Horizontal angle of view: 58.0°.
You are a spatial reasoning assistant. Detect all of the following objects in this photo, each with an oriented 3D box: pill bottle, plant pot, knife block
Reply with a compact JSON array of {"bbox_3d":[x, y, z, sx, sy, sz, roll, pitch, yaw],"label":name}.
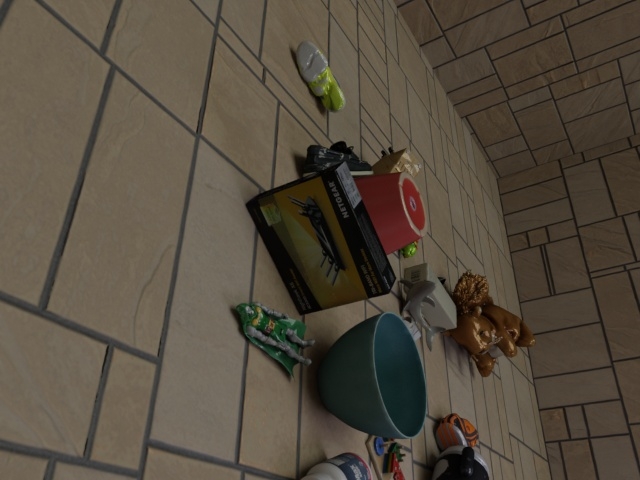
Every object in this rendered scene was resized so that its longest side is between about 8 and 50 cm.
[{"bbox_3d":[0.028,0.521,1.224,0.180,0.108,0.108,12,64,-59],"label":"pill bottle"},{"bbox_3d":[0.162,-0.071,1.674,0.275,0.243,0.275,41,40,-47],"label":"plant pot"},{"bbox_3d":[0.204,-0.205,1.922,0.088,0.242,0.276,47,55,-19],"label":"knife block"},{"bbox_3d":[0.109,0.334,1.386,0.290,0.195,0.290,39,42,-47],"label":"plant pot"}]

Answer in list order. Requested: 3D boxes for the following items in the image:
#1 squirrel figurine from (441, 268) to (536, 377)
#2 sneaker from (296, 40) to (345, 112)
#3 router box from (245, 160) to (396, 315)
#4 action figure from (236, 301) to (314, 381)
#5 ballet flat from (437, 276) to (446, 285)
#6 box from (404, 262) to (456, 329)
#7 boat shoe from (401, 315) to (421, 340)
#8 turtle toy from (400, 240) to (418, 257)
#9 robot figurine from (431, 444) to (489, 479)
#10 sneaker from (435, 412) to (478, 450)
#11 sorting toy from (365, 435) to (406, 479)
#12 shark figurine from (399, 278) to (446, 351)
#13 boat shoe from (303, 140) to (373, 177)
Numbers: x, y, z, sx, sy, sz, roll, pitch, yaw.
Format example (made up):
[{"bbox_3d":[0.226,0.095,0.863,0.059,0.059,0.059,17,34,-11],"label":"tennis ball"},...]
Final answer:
[{"bbox_3d":[0.628,0.332,2.359,0.370,0.281,0.397,17,45,-46],"label":"squirrel figurine"},{"bbox_3d":[-0.002,-0.518,1.825,0.240,0.091,0.126,61,11,-21],"label":"sneaker"},{"bbox_3d":[0.003,0.003,1.333,0.309,0.243,0.081,64,28,-14],"label":"router box"},{"bbox_3d":[-0.100,0.195,1.234,0.232,0.063,0.137,42,43,-40],"label":"action figure"},{"bbox_3d":[0.464,0.187,2.290,0.057,0.049,0.173,64,25,-15],"label":"ballet flat"},{"bbox_3d":[0.408,0.213,2.129,0.275,0.094,0.113,53,32,-34],"label":"box"},{"bbox_3d":[0.246,0.289,1.802,0.084,0.095,0.258,71,16,6],"label":"boat shoe"},{"bbox_3d":[0.324,0.014,2.117,0.095,0.066,0.130,57,31,-27],"label":"turtle toy"},{"bbox_3d":[0.417,0.752,1.751,0.173,0.209,0.278,51,31,-6],"label":"robot figurine"},{"bbox_3d":[0.504,0.740,1.965,0.180,0.124,0.321,-15,88,-62],"label":"sneaker"},{"bbox_3d":[0.187,0.576,1.555,0.132,0.046,0.275,-28,100,-62],"label":"sorting toy"},{"bbox_3d":[0.325,0.246,1.988,0.116,0.166,0.278,-42,133,-34],"label":"shark figurine"},{"bbox_3d":[0.054,-0.236,1.696,0.340,0.127,0.113,-13,98,-54],"label":"boat shoe"}]
